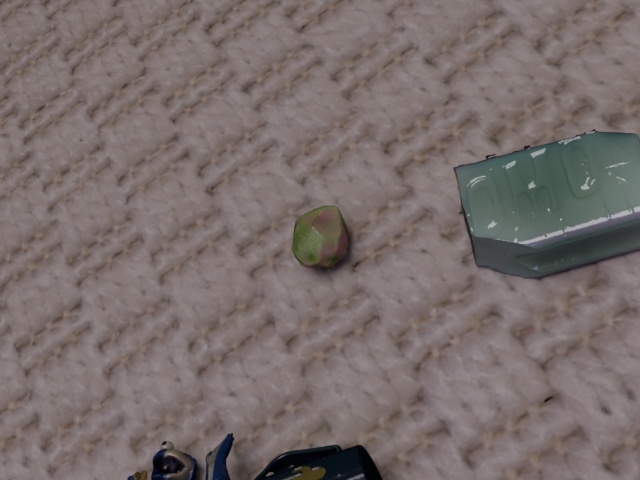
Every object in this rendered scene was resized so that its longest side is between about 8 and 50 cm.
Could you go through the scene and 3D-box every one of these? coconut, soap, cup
[{"bbox_3d":[0.000,0.000,1.230,0.083,0.081,0.082,8,31,46],"label":"coconut"},{"bbox_3d":[0.272,-0.043,1.107,0.230,0.091,0.145,-17,56,16],"label":"soap"},{"bbox_3d":[-0.006,0.294,1.045,0.155,0.131,0.176,-24,29,7],"label":"cup"}]

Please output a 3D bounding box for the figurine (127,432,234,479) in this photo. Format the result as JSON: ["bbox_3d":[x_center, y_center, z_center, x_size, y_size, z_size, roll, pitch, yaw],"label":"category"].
[{"bbox_3d":[-0.167,0.353,1.095,0.164,0.121,0.262,-16,41,19],"label":"figurine"}]
